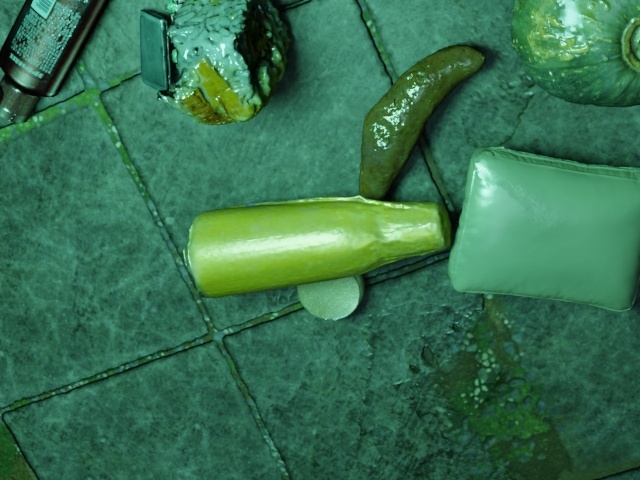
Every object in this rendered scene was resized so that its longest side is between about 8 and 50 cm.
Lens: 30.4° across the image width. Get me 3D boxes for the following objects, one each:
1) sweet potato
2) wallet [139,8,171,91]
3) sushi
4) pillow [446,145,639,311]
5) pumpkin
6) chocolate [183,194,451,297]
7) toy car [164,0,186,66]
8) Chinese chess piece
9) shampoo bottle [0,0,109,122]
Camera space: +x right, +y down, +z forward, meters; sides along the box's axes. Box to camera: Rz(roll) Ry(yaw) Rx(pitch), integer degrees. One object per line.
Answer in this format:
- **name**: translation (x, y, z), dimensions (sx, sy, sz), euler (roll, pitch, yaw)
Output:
- **sweet potato**: translation (0.132, -0.193, 1.940), dimensions (0.114, 0.092, 0.341), euler (26, 115, -18)
- **wallet**: translation (-0.277, -0.318, 1.980), dimensions (0.088, 0.026, 0.129), euler (30, 127, 48)
- **sushi**: translation (-0.146, -0.292, 1.862), dimensions (0.139, 0.274, 0.184), euler (-8, 132, 23)
- **pillow**: translation (0.384, -0.016, 1.934), dimensions (0.322, 0.120, 0.255), euler (8, 111, -5)
- **pumpkin**: translation (0.442, -0.348, 1.733), dimensions (0.328, 0.257, 0.291), euler (-8, 122, 6)
- **chocolate**: translation (0.000, 0.000, 1.994), dimensions (0.446, 0.162, 0.162), euler (-7, 109, 16)
- **toy car**: translation (-0.213, -0.349, 1.960), dimensions (0.069, 0.055, 0.142), euler (3, 102, 33)
- **Chinese chess piece**: translation (0.018, 0.080, 2.089), dimensions (0.122, 0.051, 0.122), euler (4, 113, 8)
- **shampoo bottle**: translation (-0.459, -0.347, 1.995), dimensions (0.129, 0.084, 0.323), euler (33, 114, -1)
